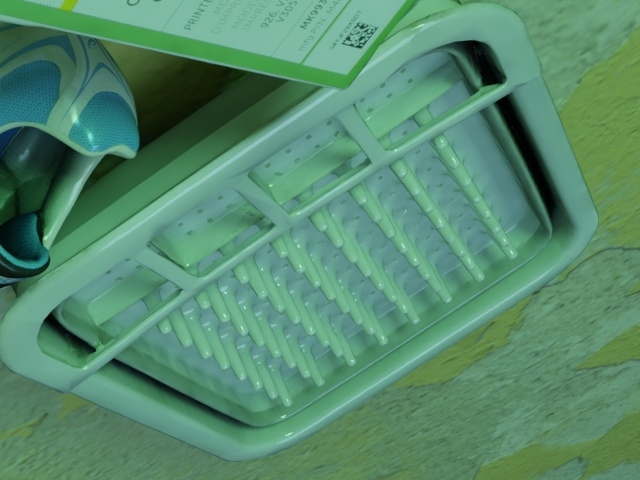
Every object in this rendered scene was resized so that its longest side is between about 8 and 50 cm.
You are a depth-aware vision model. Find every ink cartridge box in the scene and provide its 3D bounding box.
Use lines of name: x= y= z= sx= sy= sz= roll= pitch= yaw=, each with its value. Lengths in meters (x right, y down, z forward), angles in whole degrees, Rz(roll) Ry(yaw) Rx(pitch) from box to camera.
ink cartridge box: x=-0.069 y=-0.118 z=0.385 sx=0.209 sy=0.109 sz=0.062 roll=4 pitch=136 yaw=-45

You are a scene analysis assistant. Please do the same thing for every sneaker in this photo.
sneaker: x=-0.165 y=0.003 z=0.515 sx=0.237 sy=0.086 sz=0.085 roll=-44 pitch=150 yaw=26

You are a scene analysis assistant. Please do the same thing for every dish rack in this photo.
dish rack: x=0.000 y=0.000 z=0.675 sx=0.285 sy=0.072 sz=0.333 roll=-35 pitch=151 yaw=6
